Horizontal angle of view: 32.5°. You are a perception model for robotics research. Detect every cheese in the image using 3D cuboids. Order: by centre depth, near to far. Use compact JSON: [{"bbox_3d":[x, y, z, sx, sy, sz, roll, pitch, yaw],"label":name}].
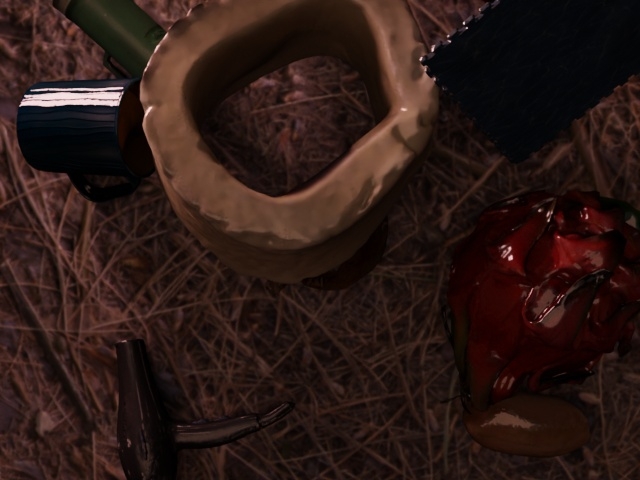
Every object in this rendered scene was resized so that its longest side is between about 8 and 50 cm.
[{"bbox_3d":[-0.023,-0.133,1.207,0.332,0.153,0.292,-38,79,-12],"label":"cheese"}]

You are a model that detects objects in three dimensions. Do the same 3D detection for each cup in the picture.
[{"bbox_3d":[-0.268,-0.115,1.284,0.138,0.113,0.150,3,98,20],"label":"cup"}]

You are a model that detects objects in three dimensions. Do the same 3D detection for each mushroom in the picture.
[{"bbox_3d":[-0.001,0.000,1.292,0.135,0.080,0.170,44,92,12],"label":"mushroom"}]

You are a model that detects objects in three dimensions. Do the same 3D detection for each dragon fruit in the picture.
[{"bbox_3d":[0.232,0.071,1.196,0.234,0.234,0.293,38,80,3],"label":"dragon fruit"}]

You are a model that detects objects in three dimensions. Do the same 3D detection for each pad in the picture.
[{"bbox_3d":[0.263,-0.212,1.172,0.270,0.269,0.012,-40,54,15],"label":"pad"}]

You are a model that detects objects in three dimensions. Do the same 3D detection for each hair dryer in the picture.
[{"bbox_3d":[-0.140,0.204,1.332,0.219,0.075,0.195,-9,82,-5],"label":"hair dryer"}]

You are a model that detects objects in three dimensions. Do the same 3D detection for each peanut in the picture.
[{"bbox_3d":[0.240,0.214,1.282,0.152,0.076,0.076,9,93,0],"label":"peanut"}]

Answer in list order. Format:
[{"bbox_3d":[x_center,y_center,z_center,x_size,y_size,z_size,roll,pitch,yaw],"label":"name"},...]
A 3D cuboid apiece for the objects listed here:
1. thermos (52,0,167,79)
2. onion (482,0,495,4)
[{"bbox_3d":[-0.228,-0.238,1.304,0.188,0.073,0.083,43,88,2],"label":"thermos"},{"bbox_3d":[0.268,-0.378,1.187,0.314,0.232,0.314,-5,112,-12],"label":"onion"}]
